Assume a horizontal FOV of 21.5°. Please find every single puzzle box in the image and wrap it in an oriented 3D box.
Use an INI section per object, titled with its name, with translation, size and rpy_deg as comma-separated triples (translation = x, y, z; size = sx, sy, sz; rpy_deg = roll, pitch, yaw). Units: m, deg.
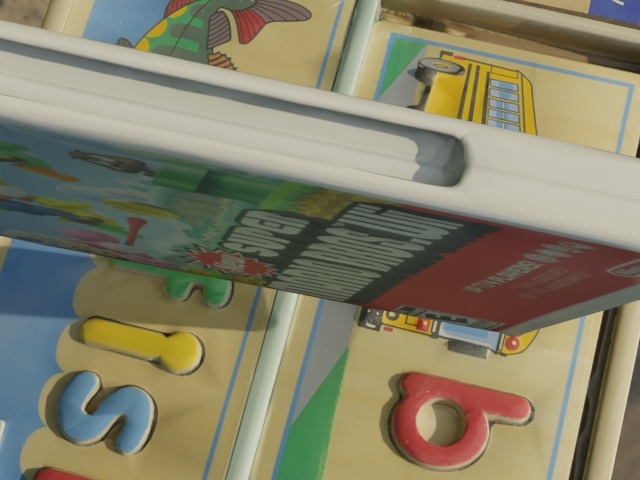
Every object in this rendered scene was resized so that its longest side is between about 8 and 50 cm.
[puzzle box]
translation = 0.000, 0.000, 0.688
size = 0.052, 0.272, 0.409
rpy_deg = 88, 16, -69

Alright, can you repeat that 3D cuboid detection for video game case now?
[video game case]
translation = -0.048, -0.017, 0.487
size = 0.285, 0.025, 0.204
rpy_deg = 12, 170, -8
